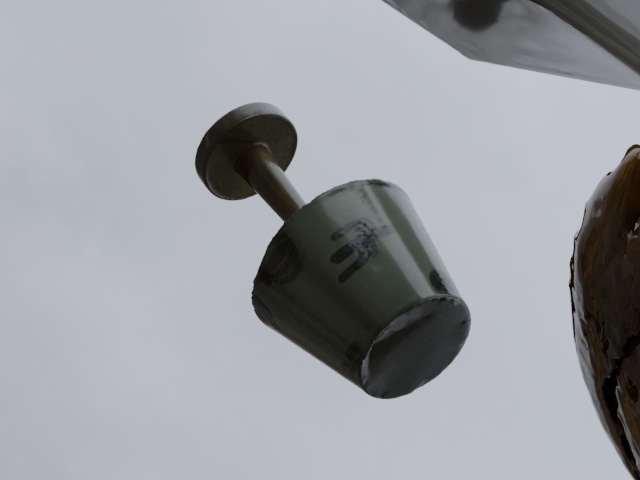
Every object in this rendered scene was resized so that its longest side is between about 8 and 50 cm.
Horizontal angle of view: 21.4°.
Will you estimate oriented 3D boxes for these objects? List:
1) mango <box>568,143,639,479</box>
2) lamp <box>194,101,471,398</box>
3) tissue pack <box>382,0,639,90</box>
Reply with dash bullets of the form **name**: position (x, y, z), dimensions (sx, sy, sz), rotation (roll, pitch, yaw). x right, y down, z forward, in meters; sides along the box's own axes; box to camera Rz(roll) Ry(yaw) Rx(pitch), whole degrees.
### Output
- **mango**: position (0.191, 0.070, 0.525), dimensions (0.201, 0.152, 0.287), rotation (0, -49, 50)
- **lamp**: position (0.000, 0.000, 1.056), dimensions (0.214, 0.121, 0.121), rotation (51, -19, 36)
- **tissue pack**: position (0.121, -0.214, 0.799), dimensions (0.136, 0.246, 0.159), rotation (24, -4, -43)
